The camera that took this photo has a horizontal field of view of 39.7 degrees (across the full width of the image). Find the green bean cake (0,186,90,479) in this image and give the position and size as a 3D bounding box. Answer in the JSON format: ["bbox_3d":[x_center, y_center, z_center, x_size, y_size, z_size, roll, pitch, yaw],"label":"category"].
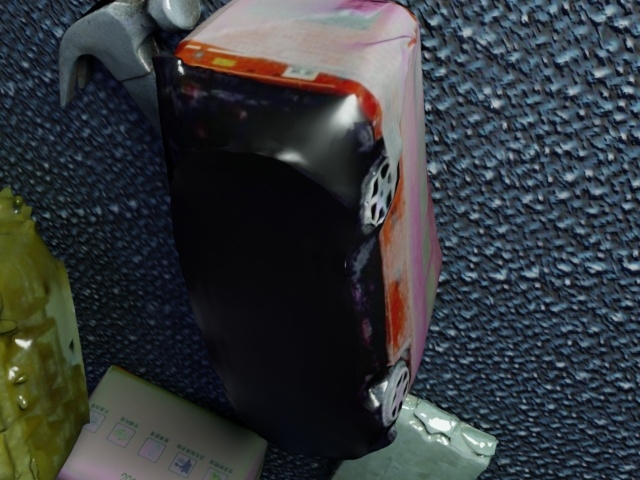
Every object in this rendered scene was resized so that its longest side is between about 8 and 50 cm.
[{"bbox_3d":[-0.315,0.094,0.812,0.202,0.285,0.309,-4,114,-9],"label":"green bean cake"}]

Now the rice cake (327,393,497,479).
[{"bbox_3d":[0.076,0.205,0.807,0.124,0.038,0.211,24,141,10],"label":"rice cake"}]

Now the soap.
[{"bbox_3d":[-0.172,0.262,0.957,0.199,0.138,0.182,24,143,9],"label":"soap"}]

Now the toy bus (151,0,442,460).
[{"bbox_3d":[0.000,0.000,0.542,0.128,0.147,0.302,13,140,22],"label":"toy bus"}]

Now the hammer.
[{"bbox_3d":[-0.082,-0.043,0.640,0.137,0.037,0.289,-3,130,36],"label":"hammer"}]
